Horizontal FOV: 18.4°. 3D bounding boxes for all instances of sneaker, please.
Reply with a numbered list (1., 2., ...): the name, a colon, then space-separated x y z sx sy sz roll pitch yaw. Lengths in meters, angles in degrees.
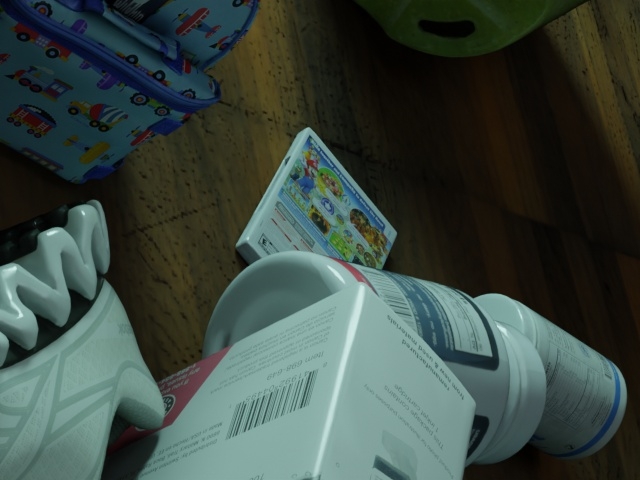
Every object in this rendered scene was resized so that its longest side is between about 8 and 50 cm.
1. sneaker: -0.148 0.086 0.779 0.118 0.110 0.292 65 32 -12

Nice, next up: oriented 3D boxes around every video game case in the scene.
1. video game case: 0.000 0.000 1.122 0.087 0.011 0.122 50 35 -17

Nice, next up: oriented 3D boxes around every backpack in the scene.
1. backpack: -0.098 -0.126 0.931 0.158 0.173 0.117 35 41 -37

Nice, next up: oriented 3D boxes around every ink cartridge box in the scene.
1. ink cartridge box: -0.032 0.144 0.836 0.092 0.159 0.218 47 36 -23

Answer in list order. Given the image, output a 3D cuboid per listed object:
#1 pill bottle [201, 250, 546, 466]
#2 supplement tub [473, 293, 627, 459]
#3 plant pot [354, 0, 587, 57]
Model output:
1. pill bottle: 0.035 0.071 1.029 0.180 0.108 0.108 15 55 -49
2. supplement tub: 0.126 0.083 1.180 0.107 0.071 0.071 31 44 -37
3. plant pot: 0.129 -0.250 1.288 0.276 0.276 0.254 57 44 -8
